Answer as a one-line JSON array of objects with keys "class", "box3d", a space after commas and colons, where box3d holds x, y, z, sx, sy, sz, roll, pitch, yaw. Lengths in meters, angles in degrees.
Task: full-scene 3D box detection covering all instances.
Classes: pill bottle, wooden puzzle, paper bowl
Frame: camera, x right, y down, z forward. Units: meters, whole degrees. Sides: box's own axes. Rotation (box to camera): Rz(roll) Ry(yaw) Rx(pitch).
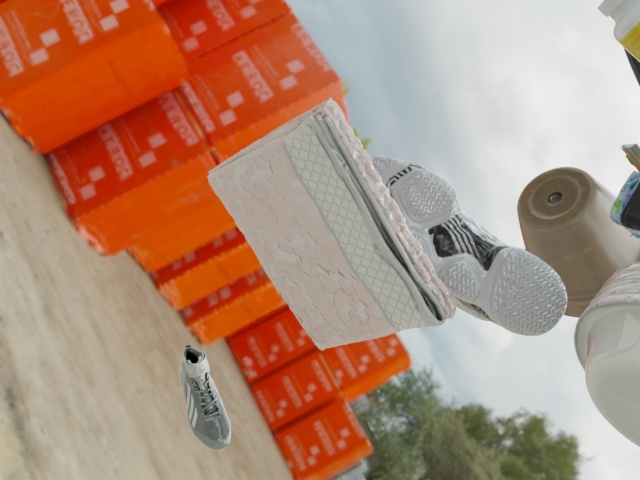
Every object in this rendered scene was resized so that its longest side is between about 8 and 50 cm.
[{"class": "pill bottle", "box3d": [0.514, -0.318, 1.146, 0.184, 0.103, 0.103, 45, -8, 5]}, {"class": "wooden puzzle", "box3d": [0.302, -0.070, 0.708, 0.049, 0.006, 0.083, 50, 10, 2]}, {"class": "paper bowl", "box3d": [0.455, 0.172, 0.953, 0.284, 0.148, 0.284, 35, -29, 22]}]

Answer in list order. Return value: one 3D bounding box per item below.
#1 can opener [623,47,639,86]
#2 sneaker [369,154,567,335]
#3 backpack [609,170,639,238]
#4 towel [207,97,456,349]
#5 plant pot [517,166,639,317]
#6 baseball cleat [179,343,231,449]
[{"class": "can opener", "box3d": [0.580, -0.274, 1.324, 0.186, 0.059, 0.073, 57, -10, -7]}, {"class": "sneaker", "box3d": [0.191, 0.014, 1.163, 0.366, 0.137, 0.210, 36, -3, 5]}, {"class": "backpack", "box3d": [0.502, -0.050, 1.151, 0.084, 0.105, 0.114, 27, -1, 45]}, {"class": "towel", "box3d": [0.000, 0.000, 1.064, 0.317, 0.053, 0.331, -21, -77, 55]}, {"class": "plant pot", "box3d": [0.488, -0.015, 1.459, 0.229, 0.263, 0.263, 44, 7, -39]}, {"class": "baseball cleat", "box3d": [-0.220, 0.283, 1.394, 0.206, 0.072, 0.109, 55, -27, 37]}]
